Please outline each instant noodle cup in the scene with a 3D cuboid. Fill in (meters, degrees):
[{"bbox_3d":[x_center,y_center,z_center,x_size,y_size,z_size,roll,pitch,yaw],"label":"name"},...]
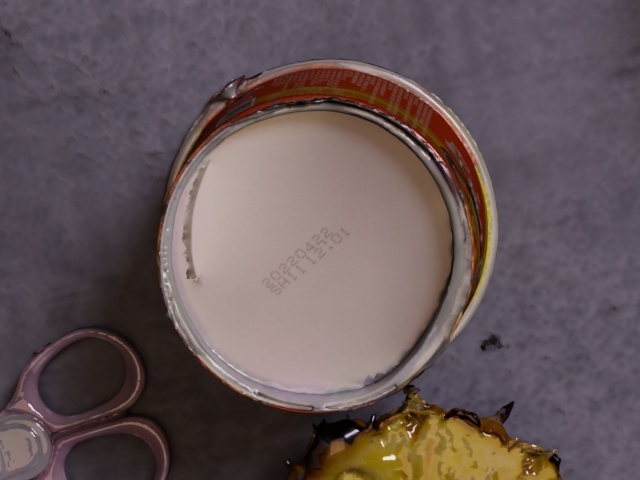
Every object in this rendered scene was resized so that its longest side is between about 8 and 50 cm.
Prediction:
[{"bbox_3d":[0.000,0.000,0.793,0.213,0.174,0.213,0,95,4],"label":"instant noodle cup"}]

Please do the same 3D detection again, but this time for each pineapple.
[{"bbox_3d":[0.063,0.190,0.854,0.224,0.076,0.225,0,92,5],"label":"pineapple"}]

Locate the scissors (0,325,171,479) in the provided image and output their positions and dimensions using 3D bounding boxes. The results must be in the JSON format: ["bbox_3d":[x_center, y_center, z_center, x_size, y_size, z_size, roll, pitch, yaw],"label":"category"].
[{"bbox_3d":[-0.217,0.140,0.890,0.242,0.030,0.118,-19,93,1],"label":"scissors"}]
